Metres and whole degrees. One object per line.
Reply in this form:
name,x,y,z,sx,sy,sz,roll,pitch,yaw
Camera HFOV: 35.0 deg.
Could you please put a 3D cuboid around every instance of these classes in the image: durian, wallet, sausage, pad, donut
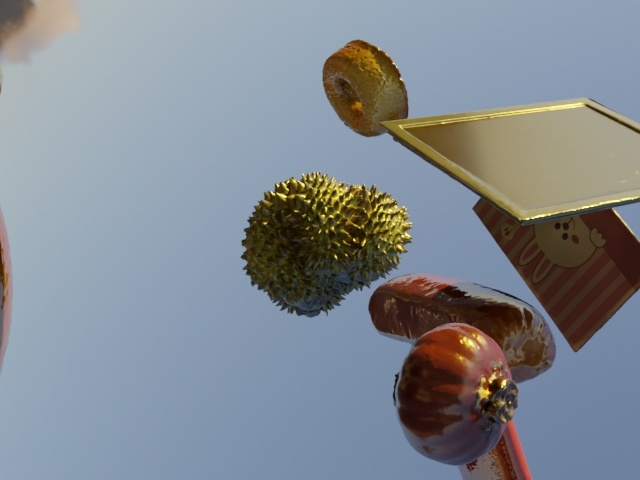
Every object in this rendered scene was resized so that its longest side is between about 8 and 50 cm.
durian,-0.002,-0.002,1.664,0.291,0.291,0.224,-37,-109,25
wallet,0.199,0.229,1.297,0.045,0.204,0.142,-24,-168,-24
sausage,0.131,0.077,0.986,0.089,0.083,0.300,-15,-169,-17
pad,0.355,-0.008,1.520,0.300,0.005,0.202,60,-45,30
donut,0.059,-0.211,1.434,0.058,0.152,0.152,-29,-160,-21

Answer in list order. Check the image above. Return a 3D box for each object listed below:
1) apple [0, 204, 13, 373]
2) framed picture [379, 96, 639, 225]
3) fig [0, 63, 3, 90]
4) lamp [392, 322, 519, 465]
apple,-0.391,0.038,0.669,0.374,0.374,0.384,-50,169,1
framed picture,0.205,-0.073,0.875,0.197,0.252,0.014,42,-47,48
fig,-0.451,-0.192,1.121,0.230,0.207,0.207,-14,-142,16
lamp,0.096,0.109,0.724,0.090,0.101,0.101,1,-126,35
